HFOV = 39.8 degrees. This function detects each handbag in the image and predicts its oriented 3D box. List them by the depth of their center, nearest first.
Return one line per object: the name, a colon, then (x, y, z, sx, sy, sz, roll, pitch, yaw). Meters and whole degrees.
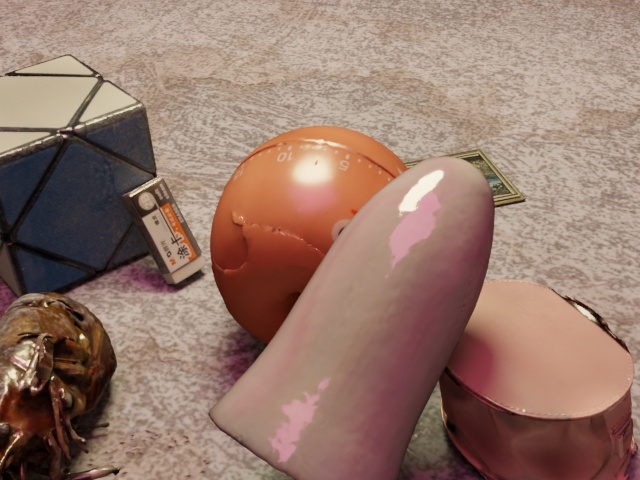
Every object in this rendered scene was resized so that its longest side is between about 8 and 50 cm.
handbag: (0.197, 0.137, 0.827, 0.179, 0.117, 0.205, -19, 38, -22)

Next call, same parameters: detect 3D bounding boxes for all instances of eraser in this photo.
eraser: (-0.186, -0.012, 1.055, 0.052, 0.122, 0.029, -34, 15, -32)

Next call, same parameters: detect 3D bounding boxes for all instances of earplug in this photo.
earplug: (0.055, 0.063, 0.758, 0.172, 0.172, 0.301, 26, 80, 33)

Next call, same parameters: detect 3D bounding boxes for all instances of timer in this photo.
timer: (0.000, 0.000, 0.929, 0.229, 0.230, 0.215, 7, 46, 14)

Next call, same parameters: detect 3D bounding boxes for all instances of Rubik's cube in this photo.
Rubik's cube: (-0.334, -0.081, 1.087, 0.205, 0.205, 0.207, -28, 44, -30)

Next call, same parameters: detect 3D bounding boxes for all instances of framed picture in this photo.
framed picture: (0.168, -0.079, 1.214, 0.183, 0.011, 0.142, -11, 37, -11)

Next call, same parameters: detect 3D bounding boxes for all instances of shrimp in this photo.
shrimp: (-0.265, 0.169, 0.808, 0.116, 0.145, 0.343, -23, 28, 15)
